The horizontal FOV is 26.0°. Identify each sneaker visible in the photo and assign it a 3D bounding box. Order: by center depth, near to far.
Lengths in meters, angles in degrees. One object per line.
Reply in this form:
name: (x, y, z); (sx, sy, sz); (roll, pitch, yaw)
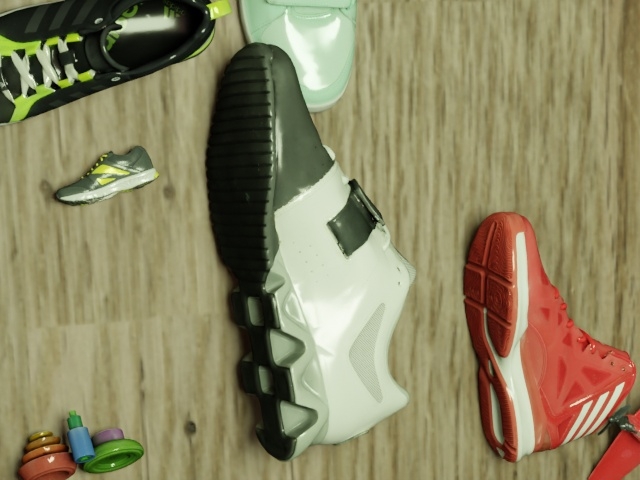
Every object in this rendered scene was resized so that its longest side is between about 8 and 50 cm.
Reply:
sneaker: (-0.184, -0.151, 1.058); (0.235, 0.097, 0.084); (-22, 101, -9)
sneaker: (-0.006, -0.223, 1.063); (0.094, 0.151, 0.256); (-6, 99, -14)
sneaker: (-0.173, -0.052, 1.111); (0.083, 0.031, 0.035); (-17, 87, -14)
sneaker: (0.000, 0.000, 1.121); (0.146, 0.122, 0.330); (-12, 101, -26)
sneaker: (0.200, 0.074, 1.193); (0.128, 0.087, 0.221); (-11, 111, -20)

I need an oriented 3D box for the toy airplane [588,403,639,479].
toy airplane: (0.309, 0.178, 1.229); (0.151, 0.028, 0.151); (-10, 128, -13)

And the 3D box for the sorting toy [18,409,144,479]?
sorting toy: (-0.197, 0.165, 1.123); (0.102, 0.061, 0.042); (-11, 65, -18)
